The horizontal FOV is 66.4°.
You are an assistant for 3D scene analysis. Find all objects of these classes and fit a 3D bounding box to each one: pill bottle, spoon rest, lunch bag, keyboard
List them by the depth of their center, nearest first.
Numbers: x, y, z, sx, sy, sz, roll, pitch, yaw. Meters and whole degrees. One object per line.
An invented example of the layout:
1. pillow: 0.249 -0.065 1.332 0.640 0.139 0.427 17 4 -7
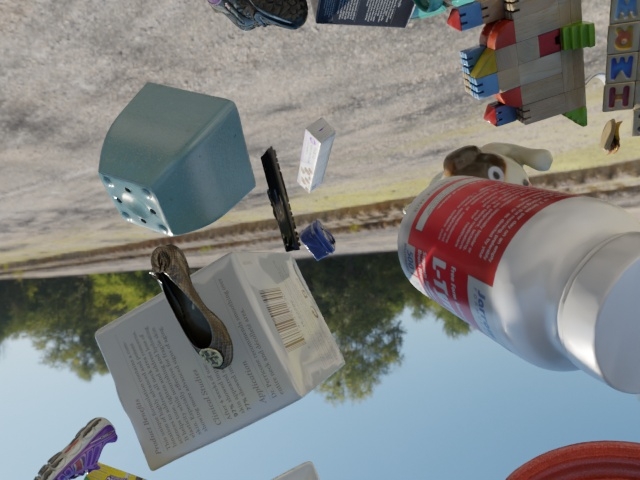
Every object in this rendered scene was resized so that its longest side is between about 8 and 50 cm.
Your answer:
1. pill bottle: 0.294 0.039 0.697 0.229 0.229 0.408 -2 -167 -17
2. keyboard: -0.070 -0.068 0.864 0.023 0.180 0.108 -15 -179 -17
3. lunch bag: 0.000 0.000 1.291 0.065 0.098 0.067 -32 -158 18
4. spoon rest: 0.738 -0.440 1.413 0.277 0.084 0.137 -8 -165 -16

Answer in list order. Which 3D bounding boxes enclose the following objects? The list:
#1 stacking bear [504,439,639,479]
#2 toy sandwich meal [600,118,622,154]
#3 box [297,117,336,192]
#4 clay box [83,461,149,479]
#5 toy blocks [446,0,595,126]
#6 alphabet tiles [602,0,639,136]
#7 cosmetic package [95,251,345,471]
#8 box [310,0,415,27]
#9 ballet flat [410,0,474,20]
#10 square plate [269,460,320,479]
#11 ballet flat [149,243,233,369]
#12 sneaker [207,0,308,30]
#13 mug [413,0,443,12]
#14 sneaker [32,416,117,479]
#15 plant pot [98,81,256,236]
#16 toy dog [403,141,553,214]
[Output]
1. stacking bear: 0.289 0.319 0.508 0.164 0.175 0.289 -9 149 30
2. toy sandwich meal: 0.690 -0.246 1.158 0.029 0.085 0.085 11 179 12
3. box: -0.018 -0.250 1.498 0.067 0.063 0.324 -41 169 -18
4. clay box: -0.359 0.523 0.997 0.222 0.053 0.127 6 140 23
5. toy blocks: 0.443 -0.411 1.111 0.261 0.381 0.190 -18 -152 5
6. alphabet tiles: 0.719 -0.383 0.960 0.285 0.342 0.011 -3 -160 13
7. cosmetic package: -0.217 0.253 1.140 0.394 0.329 0.327 -29 171 15
8. box: 0.084 -0.537 1.016 0.207 0.153 0.108 -5 151 -14
9. ballet flat: 0.313 -0.629 1.207 0.342 0.124 0.116 6 -172 34
10. square plate: -0.106 0.744 1.106 0.344 0.347 0.049 -23 149 -9
11. ballet flat: -0.232 0.125 0.863 0.084 0.249 0.058 -19 -169 23
12. sneaker: -0.138 -0.514 1.071 0.283 0.107 0.124 35 160 18
13. mug: 0.151 -0.474 0.828 0.130 0.157 0.097 11 -175 -13
14. sneaker: -0.425 0.392 0.850 0.068 0.071 0.170 -14 -155 51
15. plant pot: -0.329 -0.157 1.075 0.247 0.252 0.247 18 143 20
16. toy dog: 0.408 -0.130 1.267 0.396 0.284 0.408 3 -176 14
